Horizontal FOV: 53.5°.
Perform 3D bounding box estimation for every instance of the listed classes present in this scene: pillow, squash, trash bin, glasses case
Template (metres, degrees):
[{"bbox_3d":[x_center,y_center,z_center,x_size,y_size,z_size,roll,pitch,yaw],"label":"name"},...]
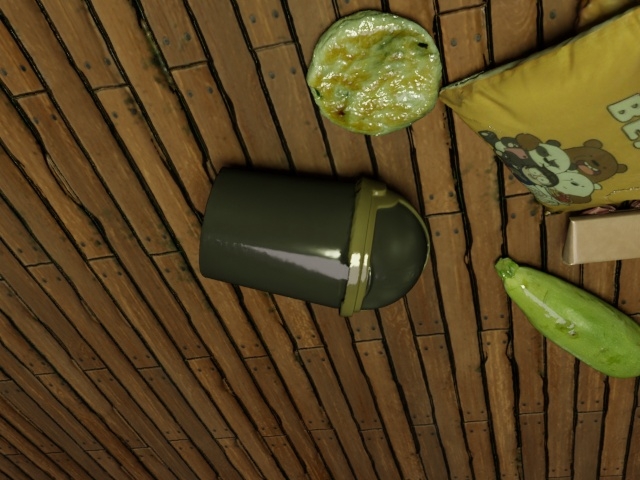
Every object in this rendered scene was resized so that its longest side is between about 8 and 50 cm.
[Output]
[{"bbox_3d":[0.354,-0.143,0.823,0.310,0.119,0.312,41,149,-27],"label":"pillow"},{"bbox_3d":[0.453,0.143,1.130,0.370,0.118,0.118,31,129,-21],"label":"squash"},{"bbox_3d":[0.000,0.000,0.961,0.333,0.214,0.214,11,134,-1],"label":"trash bin"},{"bbox_3d":[0.473,-0.029,0.996,0.193,0.070,0.102,-7,114,4],"label":"glasses case"}]

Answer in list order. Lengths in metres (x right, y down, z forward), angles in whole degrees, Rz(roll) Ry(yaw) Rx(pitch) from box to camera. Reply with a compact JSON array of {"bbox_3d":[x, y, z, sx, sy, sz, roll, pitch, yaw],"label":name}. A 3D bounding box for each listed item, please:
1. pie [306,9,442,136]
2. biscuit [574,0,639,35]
[{"bbox_3d":[0.073,-0.220,0.855,0.186,0.041,0.187,2,135,2],"label":"pie"},{"bbox_3d":[0.385,-0.254,0.773,0.183,0.061,0.118,27,162,-14],"label":"biscuit"}]
